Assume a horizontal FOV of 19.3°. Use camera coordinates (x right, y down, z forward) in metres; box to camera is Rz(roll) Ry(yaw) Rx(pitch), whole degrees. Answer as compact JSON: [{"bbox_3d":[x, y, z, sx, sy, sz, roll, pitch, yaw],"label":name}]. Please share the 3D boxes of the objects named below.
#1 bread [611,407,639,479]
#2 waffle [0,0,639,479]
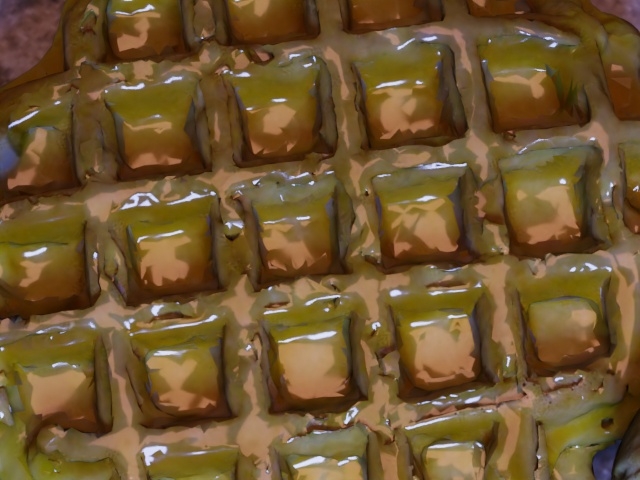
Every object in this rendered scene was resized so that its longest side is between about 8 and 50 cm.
[{"bbox_3d":[0.206,0.061,0.866,0.088,0.128,0.232,35,65,2],"label":"bread"},{"bbox_3d":[0.000,0.000,0.931,0.380,0.095,0.382,31,74,10],"label":"waffle"}]
